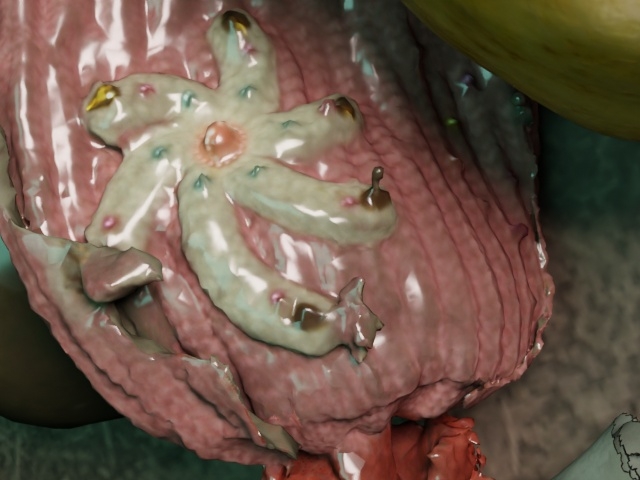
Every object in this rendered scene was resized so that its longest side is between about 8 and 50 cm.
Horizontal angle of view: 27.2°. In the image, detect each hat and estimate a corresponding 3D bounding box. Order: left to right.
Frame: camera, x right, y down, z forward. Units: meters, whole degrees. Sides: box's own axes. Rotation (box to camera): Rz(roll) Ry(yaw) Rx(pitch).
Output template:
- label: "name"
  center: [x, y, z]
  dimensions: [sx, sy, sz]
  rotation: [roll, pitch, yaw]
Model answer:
- label: "hat"
  center: [0.000, 0.000, 0.485]
  dimensions: [0.107, 0.237, 0.286]
  rotation: [159, 100, -71]

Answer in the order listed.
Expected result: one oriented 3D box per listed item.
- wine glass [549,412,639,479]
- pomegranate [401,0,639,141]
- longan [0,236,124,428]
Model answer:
- label: "wine glass"
  center: [0.079, 0.156, 0.516]
  dimensions: [0.079, 0.079, 0.195]
  rotation: [47, 116, 21]
- label: "pomegranate"
  center: [0.117, -0.177, 0.373]
  dimensions: [0.307, 0.307, 0.307]
  rotation: [2, 93, 31]
- label: "longan"
  center: [-0.117, -0.011, 0.579]
  dimensions: [0.189, 0.189, 0.189]
  rotation: [2, 93, 31]
